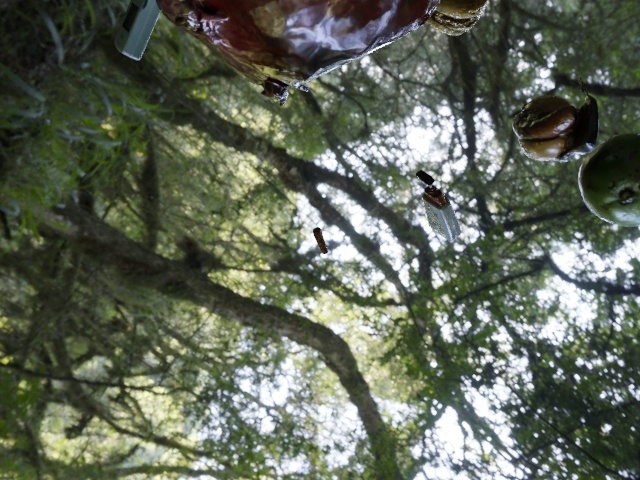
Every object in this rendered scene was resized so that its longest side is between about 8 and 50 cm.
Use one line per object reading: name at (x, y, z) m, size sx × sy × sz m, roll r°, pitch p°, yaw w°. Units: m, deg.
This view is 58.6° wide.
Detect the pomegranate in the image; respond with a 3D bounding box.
pomegranate at (0.779, -0.175, 1.417) m, size 0.236 × 0.235 × 0.302 m, roll -6°, pitch -146°, yaw 47°

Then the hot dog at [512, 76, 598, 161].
hot dog at (0.537, -0.282, 1.358) m, size 0.326 × 0.107 × 0.193 m, roll 83°, pitch 13°, yaw -87°

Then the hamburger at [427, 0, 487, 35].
hamburger at (0.426, -0.755, 1.832) m, size 0.108 × 0.214 × 0.213 m, roll 104°, pitch 0°, yaw -51°

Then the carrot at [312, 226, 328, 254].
carrot at (0.000, 0.000, 1.839) m, size 0.032 × 0.093 × 0.032 m, roll -21°, pitch -169°, yaw 4°

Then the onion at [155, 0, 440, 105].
onion at (-0.030, -0.325, 0.549) m, size 0.341 × 0.341 × 0.341 m, roll -30°, pitch -145°, yaw 24°

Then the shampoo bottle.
shampoo bottle at (0.416, -0.129, 2.046) m, size 0.071 × 0.284 × 0.153 m, roll -36°, pitch -138°, yaw -9°

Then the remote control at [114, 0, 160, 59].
remote control at (-0.360, -0.568, 1.246) m, size 0.343 × 0.050 × 0.145 m, roll -62°, pitch -145°, yaw 13°
